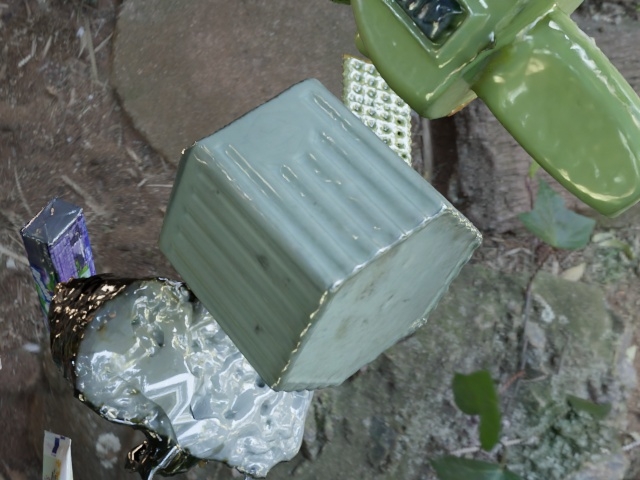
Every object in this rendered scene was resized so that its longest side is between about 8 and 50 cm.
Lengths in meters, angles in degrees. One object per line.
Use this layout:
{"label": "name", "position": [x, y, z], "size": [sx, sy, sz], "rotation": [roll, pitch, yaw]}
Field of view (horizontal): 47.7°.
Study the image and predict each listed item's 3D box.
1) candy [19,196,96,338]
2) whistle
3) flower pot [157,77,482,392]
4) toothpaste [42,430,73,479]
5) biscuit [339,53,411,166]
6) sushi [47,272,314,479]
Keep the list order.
{"label": "candy", "position": [-0.386, 0.070, 1.104], "size": [0.061, 0.312, 0.088], "rotation": [22, 48, 11]}
{"label": "whistle", "position": [0.070, -0.133, 0.374], "size": [0.288, 0.131, 0.106], "rotation": [50, 38, 8]}
{"label": "flower pot", "position": [0.000, 0.000, 0.655], "size": [0.239, 0.209, 0.189], "rotation": [-35, 63, -20]}
{"label": "toothpaste", "position": [-0.392, 0.446, 1.080], "size": [0.058, 0.056, 0.314], "rotation": [-1, 89, -1]}
{"label": "biscuit", "position": [0.090, -0.181, 1.164], "size": [0.139, 0.016, 0.231], "rotation": [11, 73, -28]}
{"label": "sushi", "position": [-0.179, 0.177, 0.902], "size": [0.349, 0.208, 0.234], "rotation": [37, 68, -32]}
